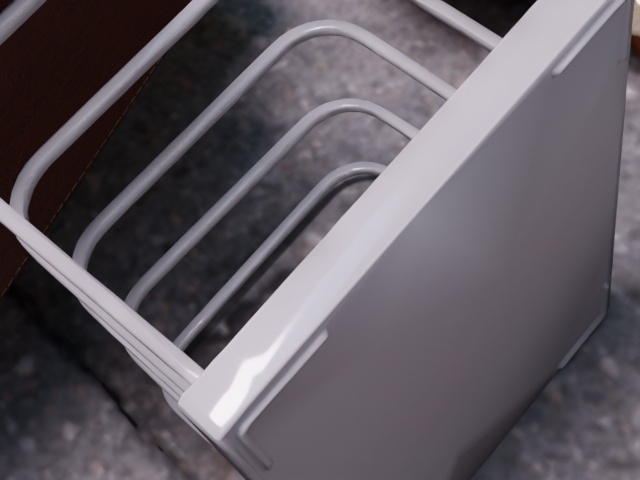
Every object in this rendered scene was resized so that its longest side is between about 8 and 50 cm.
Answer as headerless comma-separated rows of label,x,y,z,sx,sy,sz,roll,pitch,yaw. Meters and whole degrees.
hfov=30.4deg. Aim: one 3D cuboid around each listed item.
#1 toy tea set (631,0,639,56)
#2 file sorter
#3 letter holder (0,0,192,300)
toy tea set,0.295,-0.084,0.561,0.336,0.124,0.200,10,67,16
file sorter,0.000,0.000,0.495,0.173,0.277,0.193,37,76,25
letter holder,-0.217,-0.040,0.486,0.152,0.214,0.301,37,98,9
